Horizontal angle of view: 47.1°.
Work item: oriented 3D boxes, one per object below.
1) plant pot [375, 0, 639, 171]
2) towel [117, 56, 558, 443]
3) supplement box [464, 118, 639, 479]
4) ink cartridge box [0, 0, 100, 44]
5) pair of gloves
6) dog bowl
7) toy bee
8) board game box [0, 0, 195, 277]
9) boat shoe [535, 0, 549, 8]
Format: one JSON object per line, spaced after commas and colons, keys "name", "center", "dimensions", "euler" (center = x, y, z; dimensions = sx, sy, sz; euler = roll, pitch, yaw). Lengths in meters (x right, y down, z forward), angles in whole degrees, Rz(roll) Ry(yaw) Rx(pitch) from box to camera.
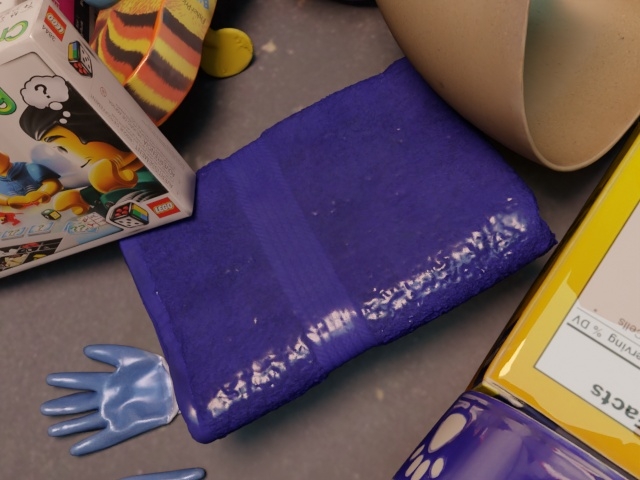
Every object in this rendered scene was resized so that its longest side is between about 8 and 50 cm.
{"name": "plant pot", "center": [0.144, -0.215, 0.533], "dimensions": [0.191, 0.284, 0.284], "euler": [29, 80, 36]}
{"name": "towel", "center": [0.000, 0.000, 0.598], "dimensions": [0.308, 0.076, 0.227], "euler": [-30, 58, 1]}
{"name": "supplement box", "center": [0.280, 0.013, 0.515], "dimensions": [0.194, 0.195, 0.356], "euler": [34, 82, 14]}
{"name": "ink cartridge box", "center": [-0.256, -0.209, 0.640], "dimensions": [0.088, 0.193, 0.234], "euler": [-5, 76, 5]}
{"name": "pair of gloves", "center": [-0.157, 0.183, 0.617], "dimensions": [0.159, 0.023, 0.198], "euler": [-7, 74, 6]}
{"name": "dog bowl", "center": [0.162, 0.212, 0.443], "dimensions": [0.265, 0.265, 0.104], "euler": [37, 80, 14]}
{"name": "toy bee", "center": [-0.129, -0.236, 0.624], "dimensions": [0.162, 0.195, 0.298], "euler": [-13, 83, 30]}
{"name": "board game box", "center": [-0.278, -0.049, 0.571], "dimensions": [0.305, 0.193, 0.053], "euler": [-17, 50, 16]}
{"name": "boat shoe", "center": [0.150, -0.288, 0.670], "dimensions": [0.065, 0.075, 0.206], "euler": [-43, 79, -8]}
